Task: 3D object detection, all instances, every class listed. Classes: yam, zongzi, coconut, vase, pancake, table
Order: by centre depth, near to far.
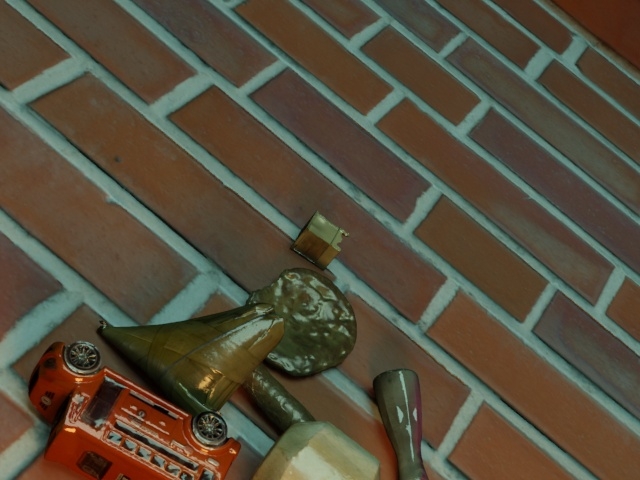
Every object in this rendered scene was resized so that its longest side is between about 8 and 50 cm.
[{"bbox_3d":[0.002,0.402,1.519,0.222,0.202,0.202,39,43,4],"label":"coconut"},{"bbox_3d":[-0.213,0.151,1.629,0.256,0.115,0.228,38,75,16],"label":"zongzi"},{"bbox_3d":[-0.086,0.265,1.677,0.299,0.066,0.066,48,44,12],"label":"yam"},{"bbox_3d":[0.151,0.344,1.752,0.086,0.086,0.214,10,54,-26],"label":"vase"},{"bbox_3d":[-0.037,0.155,1.820,0.222,0.042,0.236,36,46,-7],"label":"pancake"},{"bbox_3d":[0.000,0.000,1.949,0.083,0.079,0.062,35,45,-4],"label":"table"}]

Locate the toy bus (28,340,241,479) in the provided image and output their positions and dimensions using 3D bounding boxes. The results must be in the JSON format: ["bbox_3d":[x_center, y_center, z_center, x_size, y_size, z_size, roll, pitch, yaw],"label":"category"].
[{"bbox_3d":[-0.298,0.293,1.462,0.329,0.143,0.153,32,43,-7],"label":"toy bus"}]
